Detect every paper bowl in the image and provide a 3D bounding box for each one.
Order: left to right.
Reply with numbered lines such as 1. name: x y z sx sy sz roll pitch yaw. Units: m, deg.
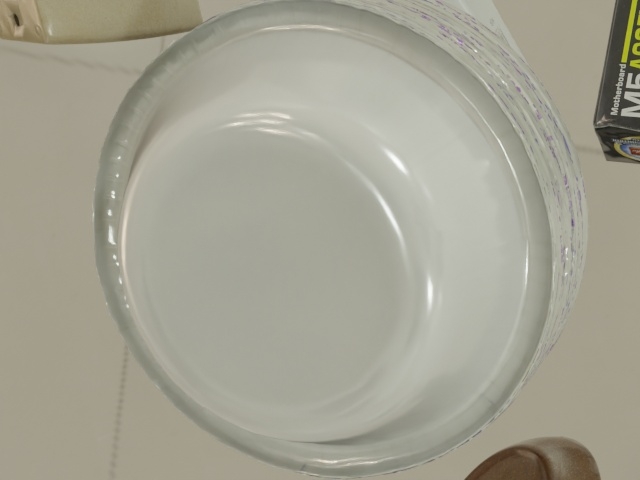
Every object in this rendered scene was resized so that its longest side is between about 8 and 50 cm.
1. paper bowl: 0.000 0.000 0.890 0.284 0.284 0.148 54 28 1

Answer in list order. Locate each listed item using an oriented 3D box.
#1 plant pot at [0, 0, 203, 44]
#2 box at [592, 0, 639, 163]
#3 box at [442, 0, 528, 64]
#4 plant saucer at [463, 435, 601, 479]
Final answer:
1. plant pot: -0.150 -0.169 0.947 0.096 0.109 0.109 -25 113 -30
2. box: 0.289 -0.170 0.905 0.216 0.060 0.270 6 75 22
3. box: 0.021 -0.083 1.410 0.345 0.215 0.168 -29 98 14
4. plant saucer: 0.161 0.250 1.371 0.036 0.198 0.198 38 70 -23
